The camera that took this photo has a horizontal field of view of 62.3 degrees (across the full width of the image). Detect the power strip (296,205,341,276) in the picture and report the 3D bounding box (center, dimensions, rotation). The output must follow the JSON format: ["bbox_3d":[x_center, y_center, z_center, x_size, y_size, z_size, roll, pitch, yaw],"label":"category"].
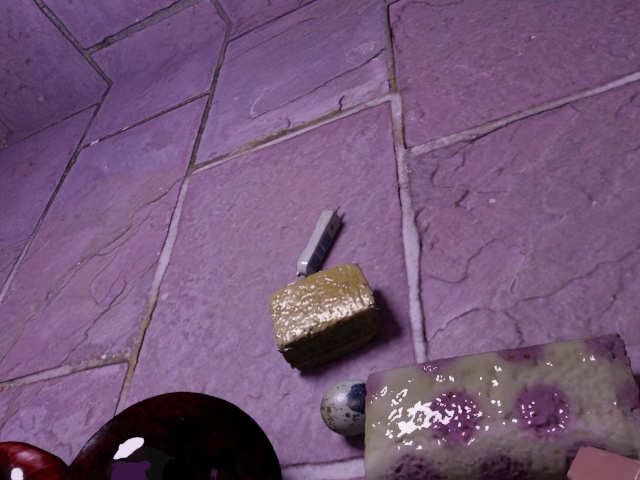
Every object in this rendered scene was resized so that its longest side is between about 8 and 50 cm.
[{"bbox_3d":[0.000,0.000,1.133,0.030,0.047,0.191,10,59,34],"label":"power strip"}]

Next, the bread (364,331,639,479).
[{"bbox_3d":[0.232,0.235,0.688,0.338,0.155,0.187,-15,44,21],"label":"bread"}]

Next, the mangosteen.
[{"bbox_3d":[-0.224,0.371,0.767,0.347,0.307,0.306,-15,44,43],"label":"mangosteen"}]

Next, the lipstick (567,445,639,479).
[{"bbox_3d":[0.302,0.233,0.490,0.045,0.045,0.145,-51,9,-17],"label":"lipstick"}]

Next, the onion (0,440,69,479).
[{"bbox_3d":[-0.568,0.485,0.913,0.273,0.285,0.273,-7,70,19],"label":"onion"}]

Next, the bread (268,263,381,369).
[{"bbox_3d":[0.011,0.136,0.963,0.196,0.102,0.138,-26,45,7],"label":"bread"}]

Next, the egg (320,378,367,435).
[{"bbox_3d":[0.054,0.262,0.834,0.110,0.085,0.085,-13,46,15],"label":"egg"}]
